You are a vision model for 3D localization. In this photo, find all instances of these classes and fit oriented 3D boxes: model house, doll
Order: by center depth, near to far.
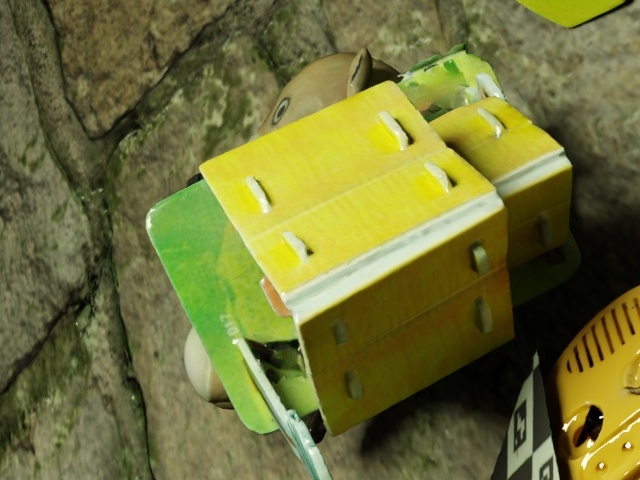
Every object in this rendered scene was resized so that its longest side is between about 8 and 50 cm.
[{"bbox_3d":[0.081,0.052,1.115,0.300,0.340,0.323,-26,1,-7],"label":"model house"},{"bbox_3d":[0.000,0.000,1.380,0.174,0.235,0.330,16,85,8],"label":"doll"}]

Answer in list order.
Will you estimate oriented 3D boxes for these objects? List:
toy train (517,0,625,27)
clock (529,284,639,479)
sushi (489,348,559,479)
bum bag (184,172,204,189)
[{"bbox_3d":[0.267,-0.386,1.368,0.237,0.150,0.369,-22,50,45],"label":"toy train"},{"bbox_3d":[0.254,0.158,1.007,0.244,0.200,0.317,-39,35,20],"label":"clock"},{"bbox_3d":[0.092,0.269,1.030,0.294,0.059,0.292,-92,13,-53],"label":"sushi"},{"bbox_3d":[-0.076,-0.055,1.593,0.198,0.049,0.087,-33,51,28],"label":"bum bag"}]
